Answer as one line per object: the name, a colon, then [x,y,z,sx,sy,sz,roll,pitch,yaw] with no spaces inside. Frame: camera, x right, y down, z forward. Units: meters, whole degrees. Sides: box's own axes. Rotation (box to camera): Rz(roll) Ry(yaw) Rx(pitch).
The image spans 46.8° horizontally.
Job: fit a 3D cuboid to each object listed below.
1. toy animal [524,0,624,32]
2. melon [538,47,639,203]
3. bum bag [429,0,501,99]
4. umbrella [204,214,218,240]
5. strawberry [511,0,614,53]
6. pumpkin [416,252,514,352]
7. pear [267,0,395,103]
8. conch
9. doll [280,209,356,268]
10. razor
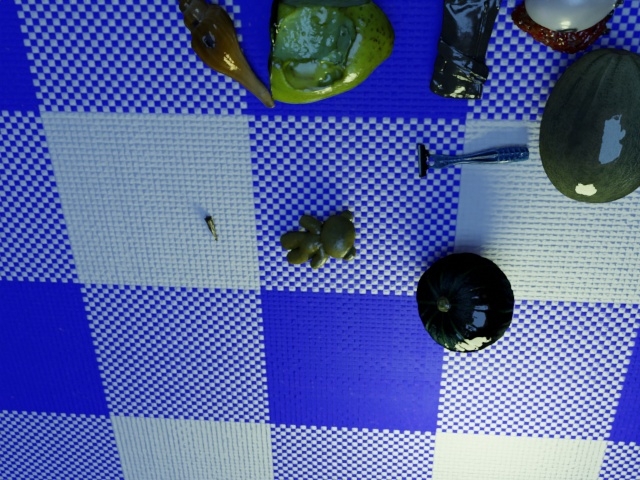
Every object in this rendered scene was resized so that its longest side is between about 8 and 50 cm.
toy animal: [0.457,-0.506,1.390,0.187,0.165,0.235,-34,87,25]
melon: [0.585,-0.233,1.539,0.249,0.248,0.329,3,119,4]
bum bag: [0.304,-0.411,1.560,0.123,0.060,0.248,7,124,2]
umbrella: [-0.276,-0.032,1.875,0.020,0.031,0.083,-24,124,-17]
strawberry: [0.499,-0.447,1.505,0.192,0.085,0.140,31,122,-11]
pumpkin: [0.375,0.151,1.829,0.248,0.248,0.248,3,122,4]
pear: [0.021,-0.387,1.546,0.255,0.164,0.238,7,120,0]
conch: [-0.208,-0.404,1.594,0.109,0.093,0.330,-31,115,15]
doll: [0.000,0.000,1.845,0.209,0.097,0.137,-10,90,30]
razor: [0.351,-0.191,1.706,0.253,0.042,0.082,-5,81,7]
